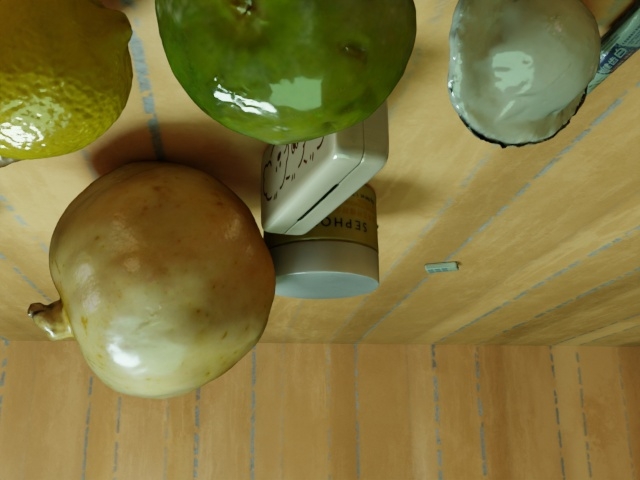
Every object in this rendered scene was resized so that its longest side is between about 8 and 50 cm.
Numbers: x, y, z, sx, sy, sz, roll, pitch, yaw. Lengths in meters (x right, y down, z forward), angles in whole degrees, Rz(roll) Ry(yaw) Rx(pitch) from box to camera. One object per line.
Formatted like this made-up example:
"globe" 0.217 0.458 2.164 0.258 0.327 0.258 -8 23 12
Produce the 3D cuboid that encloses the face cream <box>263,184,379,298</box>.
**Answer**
"face cream" 0.000 0.000 1.364 0.218 0.179 0.218 -1 163 0

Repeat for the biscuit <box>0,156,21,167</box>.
"biscuit" -0.457 -0.175 0.919 0.213 0.091 0.274 3 155 -20

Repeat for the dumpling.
"dumpling" 0.212 -0.189 0.791 0.247 0.172 0.142 22 -177 -39

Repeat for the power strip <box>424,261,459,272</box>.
"power strip" 0.315 0.070 1.885 0.090 0.016 0.040 -6 162 18

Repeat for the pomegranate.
"pomegranate" -0.281 0.072 1.217 0.411 0.412 0.411 -1 163 0

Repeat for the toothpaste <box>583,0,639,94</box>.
"toothpaste" 0.350 -0.224 0.894 0.060 0.038 0.233 0 161 -15

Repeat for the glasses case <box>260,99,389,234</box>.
"glasses case" -0.006 -0.118 1.045 0.076 0.144 0.336 5 161 -20

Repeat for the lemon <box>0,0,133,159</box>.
"lemon" -0.302 -0.177 0.757 0.244 0.187 0.187 -16 159 17

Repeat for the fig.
"fig" 0.000 -0.214 0.692 0.233 0.233 0.314 -18 -176 45
